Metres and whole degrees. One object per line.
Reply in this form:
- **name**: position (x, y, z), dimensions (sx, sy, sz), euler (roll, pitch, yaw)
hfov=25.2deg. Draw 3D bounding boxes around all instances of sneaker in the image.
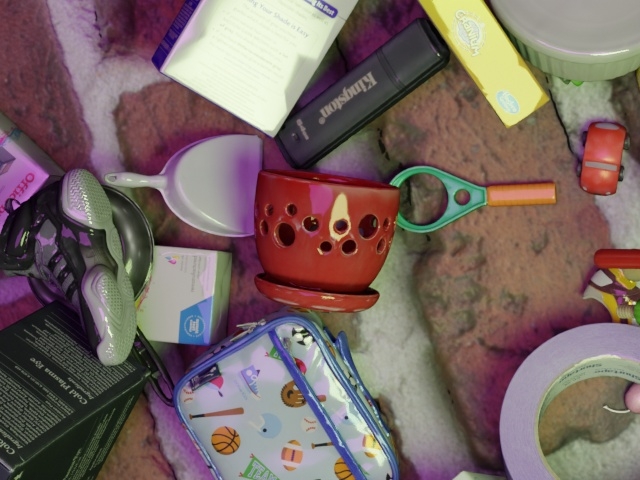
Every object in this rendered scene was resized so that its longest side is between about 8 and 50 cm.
- **sneaker**: position (0.429, 0.103, 1.864), dimensions (0.185, 0.069, 0.084), euler (43, 107, 16)
- **sneaker**: position (-0.340, 0.049, 1.895), dimensions (0.153, 0.101, 0.268), euler (-17, 77, 14)

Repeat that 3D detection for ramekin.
- **ramekin**: position (0.341, -0.327, 1.820), dimensions (0.273, 0.127, 0.272), euler (-3, 70, 8)

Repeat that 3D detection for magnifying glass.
- **magnifying glass**: position (0.201, -0.059, 1.934), dimensions (0.231, 0.026, 0.092), euler (-2, 89, 12)

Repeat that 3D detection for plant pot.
- **plant pot**: position (0.000, 0.000, 1.897), dimensions (0.191, 0.191, 0.174), euler (10, 95, 13)

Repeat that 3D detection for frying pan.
- **frying pan**: position (-0.314, 0.081, 1.961), dimensions (0.197, 0.053, 0.326), euler (-11, 82, 15)

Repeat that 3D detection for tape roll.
- **tape roll**: position (0.363, 0.246, 1.795), dimensions (0.275, 0.090, 0.274), euler (-3, 69, 7)

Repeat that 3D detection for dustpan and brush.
- **dustpan and brush**: position (-0.190, -0.082, 1.983), dimensions (0.211, 0.060, 0.147), euler (5, 78, -21)

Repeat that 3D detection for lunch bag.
- **lunch bag**: position (-0.041, 0.242, 1.920), dimensions (0.243, 0.115, 0.303), euler (-30, 96, 10)

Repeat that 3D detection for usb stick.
- **usb stick**: position (0.054, -0.195, 1.929), dimensions (0.278, 0.045, 0.077), euler (-36, 80, 24)

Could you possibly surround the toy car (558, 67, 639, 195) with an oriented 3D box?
- **toy car**: position (0.365, -0.208, 1.882), dimensions (0.225, 0.053, 0.239), euler (42, 98, 10)

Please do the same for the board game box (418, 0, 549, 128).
- **board game box**: position (0.154, -0.308, 1.781), dimensions (0.064, 0.242, 0.316), euler (-34, 107, 9)

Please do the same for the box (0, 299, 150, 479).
- **box**: position (-0.430, 0.298, 1.878), dimensions (0.179, 0.312, 0.343), euler (36, 118, 11)

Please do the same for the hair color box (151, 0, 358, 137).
- **hair color box**: position (-0.060, -0.332, 1.919), dimensions (0.185, 0.110, 0.338), euler (30, 98, -19)

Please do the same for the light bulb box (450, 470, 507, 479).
- **light bulb box**: position (0.187, 0.539, 1.791), dimensions (0.358, 0.225, 0.361), euler (-43, 66, 11)

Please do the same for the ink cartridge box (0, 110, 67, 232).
- **ink cartridge box**: position (-0.490, -0.101, 2.058), dimensions (0.212, 0.093, 0.154), euler (42, 98, 8)

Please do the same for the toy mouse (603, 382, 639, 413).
- **toy mouse**: position (0.457, 0.210, 1.869), dimensions (0.161, 0.031, 0.143), euler (16, 93, 13)

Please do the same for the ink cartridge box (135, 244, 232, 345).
- **ink cartridge box**: position (-0.247, 0.071, 2.007), dimensions (0.231, 0.078, 0.134), euler (4, 90, 14)

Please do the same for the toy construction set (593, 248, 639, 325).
- **toy construction set**: position (0.515, 0.020, 1.692), dimensions (0.237, 0.309, 0.257), euler (0, 97, 54)
